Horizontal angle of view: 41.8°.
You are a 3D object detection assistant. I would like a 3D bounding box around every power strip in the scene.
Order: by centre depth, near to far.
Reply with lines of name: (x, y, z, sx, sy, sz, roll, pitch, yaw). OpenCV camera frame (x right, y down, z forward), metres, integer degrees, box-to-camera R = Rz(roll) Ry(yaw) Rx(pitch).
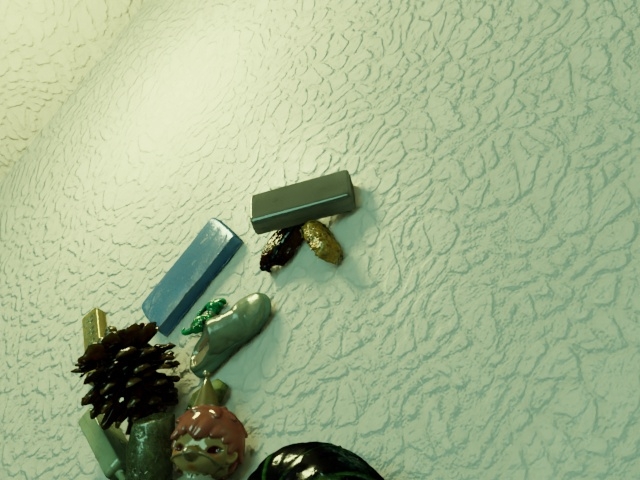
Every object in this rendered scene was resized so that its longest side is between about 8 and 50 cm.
power strip: (-0.470, 0.485, 1.908, 0.053, 0.093, 0.288, -50, 38, -4)
power strip: (-0.598, 0.287, 2.240, 0.064, 0.044, 0.305, -39, 39, 12)

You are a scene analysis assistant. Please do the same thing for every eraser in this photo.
eraser: (-0.333, 0.088, 2.143, 0.312, 0.042, 0.144, -51, 38, -1)

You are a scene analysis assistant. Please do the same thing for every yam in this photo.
yam: (-0.358, 0.455, 1.767, 0.107, 0.107, 0.183, -7, 75, 42)
yam: (-0.258, 0.364, 1.818, 0.069, 0.069, 0.146, 1, 61, 45)

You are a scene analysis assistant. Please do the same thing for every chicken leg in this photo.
chicken leg: (-0.071, -0.034, 1.983, 0.106, 0.051, 0.253, -3, 54, 50)

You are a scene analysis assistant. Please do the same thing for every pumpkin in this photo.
pumpkin: (-0.018, 0.471, 1.358, 0.315, 0.238, 0.315, -29, 44, 32)

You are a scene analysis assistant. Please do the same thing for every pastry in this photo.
pastry: (0.000, 0.000, 1.858, 0.056, 0.080, 0.140, -56, 37, 11)

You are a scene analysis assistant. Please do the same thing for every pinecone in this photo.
pinecone: (-0.435, 0.318, 1.898, 0.264, 0.264, 0.264, -26, 44, 28)

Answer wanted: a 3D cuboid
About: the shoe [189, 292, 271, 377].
shoe: (-0.221, 0.202, 1.893, 0.251, 0.100, 0.103, -47, 37, 8)

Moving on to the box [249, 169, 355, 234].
box: (-0.042, -0.087, 1.928, 0.243, 0.055, 0.103, -14, 44, 10)

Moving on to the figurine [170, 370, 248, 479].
figurine: (-0.232, 0.436, 1.658, 0.207, 0.166, 0.387, -4, 58, 21)

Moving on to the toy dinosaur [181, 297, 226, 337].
toy dinosaur: (-0.277, 0.191, 2.000, 0.132, 0.059, 0.096, -31, 32, 10)
